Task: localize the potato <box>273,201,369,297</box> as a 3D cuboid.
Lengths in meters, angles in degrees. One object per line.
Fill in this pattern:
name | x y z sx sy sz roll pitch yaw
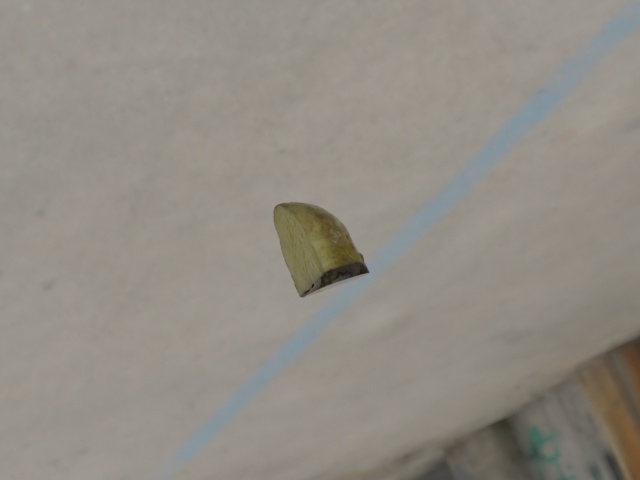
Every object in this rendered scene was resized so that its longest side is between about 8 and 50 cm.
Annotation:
potato | 0.000 0.000 1.652 0.066 0.103 0.096 -20 178 -25
